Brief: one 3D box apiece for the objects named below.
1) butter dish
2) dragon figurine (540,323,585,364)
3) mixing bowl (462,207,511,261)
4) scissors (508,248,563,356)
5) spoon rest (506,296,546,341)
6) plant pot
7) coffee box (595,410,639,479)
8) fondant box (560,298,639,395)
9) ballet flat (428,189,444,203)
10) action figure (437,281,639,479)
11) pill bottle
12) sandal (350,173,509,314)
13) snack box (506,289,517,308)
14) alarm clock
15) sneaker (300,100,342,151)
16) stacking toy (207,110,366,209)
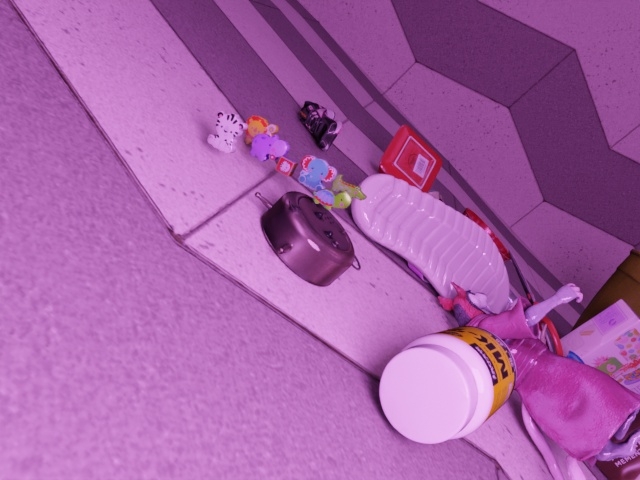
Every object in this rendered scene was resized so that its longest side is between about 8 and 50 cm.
[{"bbox_3d":[0.213,-0.189,1.460,0.160,0.118,0.160,39,64,-17],"label":"butter dish"},{"bbox_3d":[0.566,0.312,1.272,0.289,0.085,0.144,52,19,3],"label":"dragon figurine"},{"bbox_3d":[0.418,0.011,1.512,0.181,0.098,0.181,40,21,-18],"label":"mixing bowl"},{"bbox_3d":[0.530,0.151,1.379,0.109,0.021,0.297,90,-12,-77],"label":"scissors"},{"bbox_3d":[0.458,0.208,1.290,0.276,0.084,0.137,42,18,-56],"label":"spoon rest"},{"bbox_3d":[0.918,0.276,1.632,0.366,0.353,0.366,42,13,-12],"label":"plant pot"},{"bbox_3d":[0.668,0.468,1.116,0.246,0.141,0.098,48,20,5],"label":"coffee box"},{"bbox_3d":[0.778,0.334,1.437,0.330,0.238,0.096,39,22,-22],"label":"fondant box"},{"bbox_3d":[0.338,-0.115,1.651,0.052,0.057,0.168,62,23,11],"label":"ballet flat"},{"bbox_3d":[0.341,0.217,0.951,0.370,0.276,0.248,36,-16,23],"label":"action figure"},{"bbox_3d":[0.156,0.167,0.668,0.119,0.119,0.208,55,22,20],"label":"pill bottle"},{"bbox_3d":[0.218,0.010,1.095,0.416,0.169,0.102,39,-18,-21],"label":"sandal"},{"bbox_3d":[0.503,0.165,1.487,0.141,0.037,0.100,53,22,14],"label":"snack box"},{"bbox_3d":[0.000,0.000,0.752,0.192,0.064,0.129,29,27,-47],"label":"alarm clock"},{"bbox_3d":[-0.009,-0.252,1.206,0.077,0.072,0.178,25,19,-21],"label":"sneaker"},{"bbox_3d":[-0.036,-0.115,0.796,0.221,0.052,0.167,30,15,5],"label":"stacking toy"}]
